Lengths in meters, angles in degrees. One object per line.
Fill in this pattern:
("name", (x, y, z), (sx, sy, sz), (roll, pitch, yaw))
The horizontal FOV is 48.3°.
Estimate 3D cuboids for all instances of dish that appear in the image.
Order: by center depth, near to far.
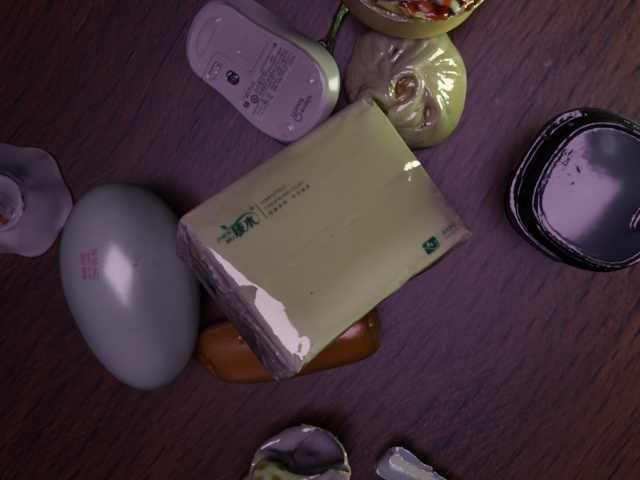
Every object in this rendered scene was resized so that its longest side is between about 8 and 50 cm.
("dish", (-0.586, -0.073, 1.331), (0.229, 0.081, 0.230), (1, 96, 6))

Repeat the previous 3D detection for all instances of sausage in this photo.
("sausage", (-0.070, 0.186, 1.285), (0.353, 0.116, 0.134), (-15, 120, 9))

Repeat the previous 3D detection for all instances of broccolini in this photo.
("broccolini", (0.027, -0.392, 1.267), (0.057, 0.071, 0.255), (22, 91, 45))

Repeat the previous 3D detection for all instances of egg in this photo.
("egg", (-0.323, 0.081, 1.244), (0.229, 0.230, 0.371), (-12, 98, 7))

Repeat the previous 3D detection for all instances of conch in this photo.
("conch", (-0.062, 0.452, 1.293), (0.274, 0.183, 0.149), (-13, 136, 14))

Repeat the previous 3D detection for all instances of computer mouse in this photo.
("computer mouse", (-0.096, -0.293, 1.231), (0.296, 0.121, 0.184), (33, 111, 9))

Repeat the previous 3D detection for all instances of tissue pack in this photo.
("tissue pack", (0.000, 0.000, 1.145), (0.380, 0.207, 0.297), (-37, 86, -19))

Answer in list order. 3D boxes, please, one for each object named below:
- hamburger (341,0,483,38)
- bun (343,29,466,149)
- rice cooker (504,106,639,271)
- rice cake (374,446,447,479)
("hamburger", (0.152, -0.470, 1.128), (0.299, 0.176, 0.301), (0, 68, 0))
("bun", (0.142, -0.263, 1.211), (0.230, 0.133, 0.231), (1, 98, 6))
("rice cooker", (0.429, -0.079, 1.151), (0.267, 0.224, 0.268), (1, 97, 6))
("rice cake", (0.240, 0.462, 1.309), (0.290, 0.051, 0.081), (27, 107, 2))
